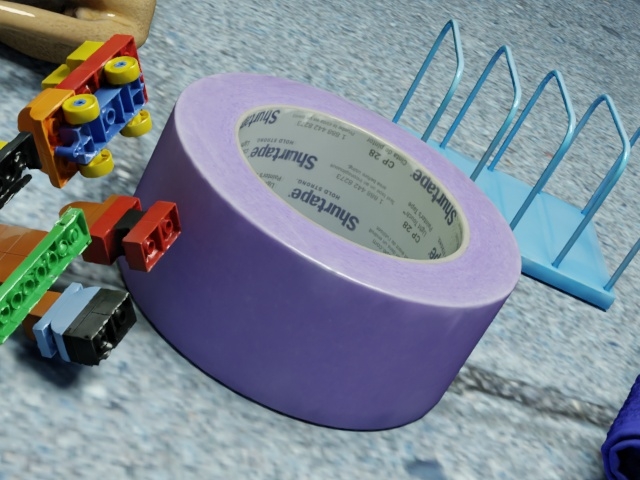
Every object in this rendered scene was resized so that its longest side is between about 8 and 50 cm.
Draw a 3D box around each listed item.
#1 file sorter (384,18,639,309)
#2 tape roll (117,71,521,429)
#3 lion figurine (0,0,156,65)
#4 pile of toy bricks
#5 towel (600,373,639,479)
[{"bbox_3d":[0.136,-0.055,0.794,0.170,0.104,0.118,24,28,-10],"label":"file sorter"},{"bbox_3d":[0.000,0.000,0.600,0.189,0.080,0.189,22,29,-13],"label":"tape roll"},{"bbox_3d":[-0.166,-0.199,0.754,0.240,0.142,0.392,23,41,-29],"label":"lion figurine"},{"bbox_3d":[-0.148,0.005,0.456,0.105,0.118,0.212,9,38,22],"label":"pile of toy bricks"},{"bbox_3d":[0.264,0.133,0.642,0.227,0.076,0.308,42,29,9],"label":"towel"}]
